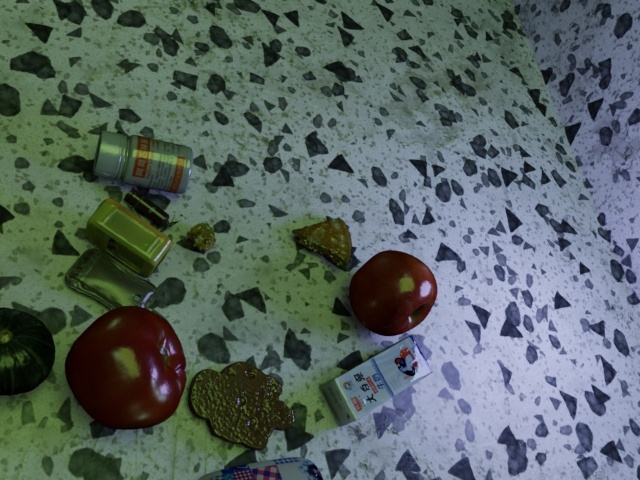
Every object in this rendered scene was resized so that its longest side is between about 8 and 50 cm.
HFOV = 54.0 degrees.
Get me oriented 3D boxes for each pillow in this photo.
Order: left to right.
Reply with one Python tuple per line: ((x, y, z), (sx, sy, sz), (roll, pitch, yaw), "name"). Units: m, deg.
((-0.531, 0.116, 1.600), (0.218, 0.033, 0.130), (36, 52, -7), "pillow")

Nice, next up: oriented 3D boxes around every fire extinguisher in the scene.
((-0.472, -0.075, 1.733), (0.157, 0.045, 0.078), (38, 81, -7), "fire extinguisher")

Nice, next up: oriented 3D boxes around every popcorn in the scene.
((-0.333, -0.011, 1.763), (0.083, 0.057, 0.082), (15, 57, -19), "popcorn")

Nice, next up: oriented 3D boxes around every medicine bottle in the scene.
((-0.489, -0.216, 1.735), (0.252, 0.144, 0.144), (9, 61, -21), "medicine bottle")

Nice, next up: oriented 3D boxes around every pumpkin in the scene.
((-0.692, 0.247, 1.370), (0.212, 0.152, 0.211), (10, 46, -10), "pumpkin")

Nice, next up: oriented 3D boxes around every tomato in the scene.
((-0.447, 0.290, 1.429), (0.227, 0.298, 0.298), (-18, 69, 8), "tomato")

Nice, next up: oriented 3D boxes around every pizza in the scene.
((0.000, 0.000, 1.942), (0.199, 0.062, 0.188), (12, 47, -16), "pizza")

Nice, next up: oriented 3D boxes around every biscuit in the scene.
((-0.200, 0.420, 1.614), (0.291, 0.041, 0.208), (24, 56, -17), "biscuit")

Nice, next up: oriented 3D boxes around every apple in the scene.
((0.215, 0.154, 1.856), (0.261, 0.260, 0.216), (-17, 51, -35), "apple")

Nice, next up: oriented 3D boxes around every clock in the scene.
((-0.494, -0.004, 1.616), (0.202, 0.143, 0.096), (35, 61, -9), "clock")

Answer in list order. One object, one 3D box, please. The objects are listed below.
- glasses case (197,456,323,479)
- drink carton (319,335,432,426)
((-0.144, 0.598, 1.510), (0.328, 0.076, 0.125), (1, 32, -29), "glasses case")
((0.161, 0.396, 1.787), (0.315, 0.106, 0.130), (-20, 75, -35), "drink carton")
